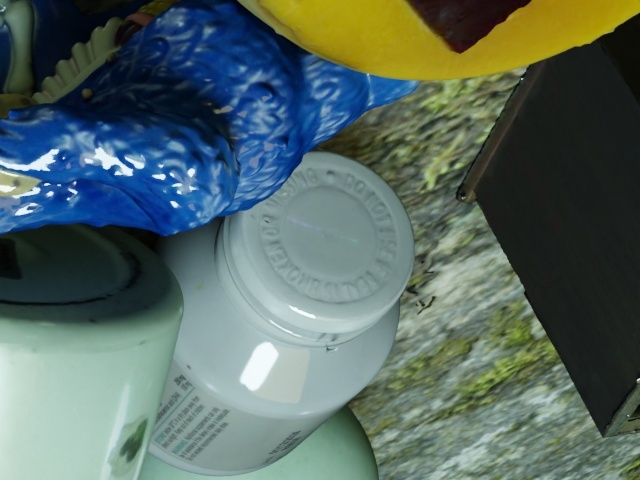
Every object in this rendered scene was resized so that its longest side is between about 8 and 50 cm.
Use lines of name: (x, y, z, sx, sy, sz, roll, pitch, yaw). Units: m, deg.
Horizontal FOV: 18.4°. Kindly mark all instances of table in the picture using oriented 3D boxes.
table: (0.213, -0.012, 1.127, 0.169, 0.193, 0.172, -4, 140, -29)

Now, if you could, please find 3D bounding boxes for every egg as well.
egg: (-0.042, 0.148, 1.213, 0.149, 0.149, 0.192, -32, 152, 10)

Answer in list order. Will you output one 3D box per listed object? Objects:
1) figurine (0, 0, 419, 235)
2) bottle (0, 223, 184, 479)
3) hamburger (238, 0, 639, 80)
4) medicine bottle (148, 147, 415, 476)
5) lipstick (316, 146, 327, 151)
figurine: (-0.090, -0.054, 0.894, 0.262, 0.164, 0.120, -16, 138, -14)
bottle: (-0.205, 0.155, 0.975, 0.229, 0.229, 0.351, 2, 112, -35)
hamburger: (0.055, -0.206, 0.776, 0.300, 0.176, 0.300, -15, 138, -14)
medicine bottle: (-0.031, 0.036, 1.039, 0.135, 0.135, 0.215, -9, 161, -24)
lipstick: (0.000, 0.000, 1.143, 0.040, 0.040, 0.141, -23, 145, -5)
